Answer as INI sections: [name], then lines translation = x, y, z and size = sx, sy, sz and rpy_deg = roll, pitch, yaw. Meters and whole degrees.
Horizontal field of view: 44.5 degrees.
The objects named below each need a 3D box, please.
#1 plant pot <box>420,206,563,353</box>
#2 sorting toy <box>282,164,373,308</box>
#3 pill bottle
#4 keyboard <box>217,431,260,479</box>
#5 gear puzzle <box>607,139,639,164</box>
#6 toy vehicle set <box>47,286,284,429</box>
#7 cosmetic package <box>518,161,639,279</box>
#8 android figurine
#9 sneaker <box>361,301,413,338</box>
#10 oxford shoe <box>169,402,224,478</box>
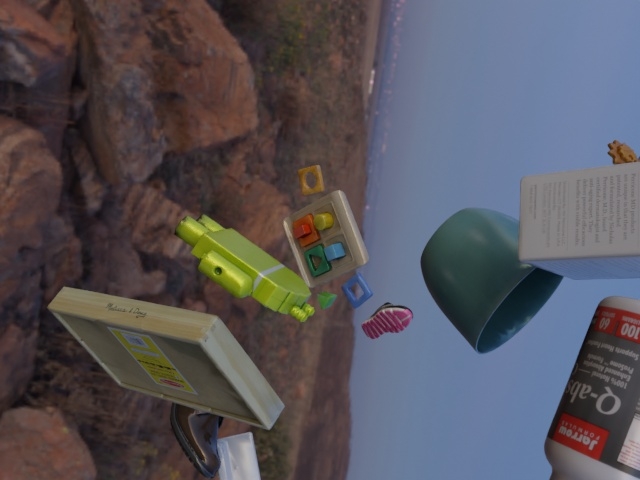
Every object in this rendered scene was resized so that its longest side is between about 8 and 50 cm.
[plant pot]
translation = 0.367, 0.065, 1.741
size = 0.293, 0.235, 0.293
rpy_deg = -32, 149, -23
[sorting toy]
translation = 0.000, 0.000, 1.789
size = 0.047, 0.196, 0.348
rpy_deg = -13, 80, -50
[pill bottle]
translation = 0.474, 0.287, 1.210
size = 0.210, 0.210, 0.363
rpy_deg = 68, 45, -82
[keyboard]
translation = -0.131, 0.468, 1.359
size = 0.014, 0.072, 0.256
rpy_deg = 104, -25, -69
[gear puzzle]
translation = 0.773, -0.121, 1.719
size = 0.175, 0.339, 0.044
rpy_deg = -57, -176, -41
[toy vehicle set]
translation = -0.187, 0.136, 0.924
size = 0.035, 0.267, 0.166
rpy_deg = -57, 136, -32
[cosmetic package]
translation = 0.586, -0.032, 1.296
size = 0.230, 0.453, 0.161
rpy_deg = 15, 76, -47
[android figurine]
translation = -0.125, 0.050, 1.370
size = 0.056, 0.273, 0.248
rpy_deg = -54, 176, 9
[sneaker]
translation = 0.158, 0.168, 1.742
size = 0.075, 0.063, 0.170
rpy_deg = -42, -177, -33
[oxford shoe]
translation = -0.189, 0.276, 1.263
size = 0.083, 0.096, 0.227
rpy_deg = 57, 7, -45
